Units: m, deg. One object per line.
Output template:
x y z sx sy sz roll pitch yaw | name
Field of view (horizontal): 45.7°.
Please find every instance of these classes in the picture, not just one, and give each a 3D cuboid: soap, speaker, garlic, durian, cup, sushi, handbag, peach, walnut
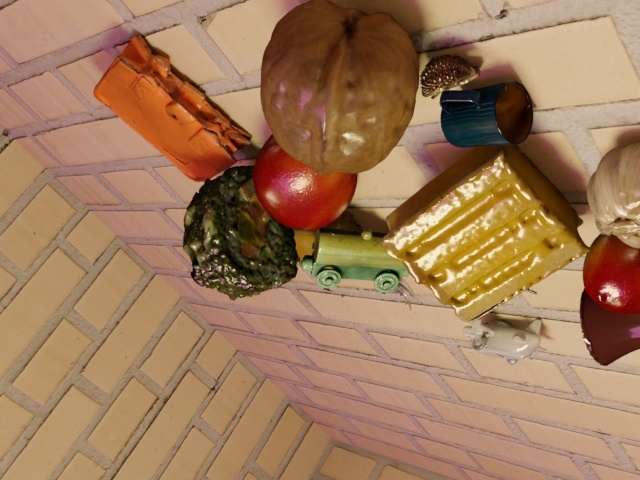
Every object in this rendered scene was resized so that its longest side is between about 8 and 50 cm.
0.000 0.000 2.261 0.315 0.091 0.199 5 145 47 | soap
0.756 0.201 1.618 0.329 0.198 0.259 -3 119 41 | speaker
0.586 -0.070 1.362 0.228 0.152 0.228 24 148 16 | garlic
0.232 -0.314 1.434 0.071 0.110 0.140 71 159 4 | durian
0.302 -0.247 1.429 0.138 0.113 0.150 2 134 51 | cup
-0.222 -0.023 2.058 0.294 0.352 0.178 7 161 -42 | sushi
0.341 -0.018 1.583 0.293 0.156 0.335 38 123 -18 | soap
-0.414 -0.345 2.096 0.410 0.116 0.303 41 154 -18 | handbag
-0.046 -0.151 1.907 0.258 0.201 0.361 33 155 4 | peach
0.032 -0.282 1.468 0.306 0.306 0.344 28 140 12 | walnut
0.611 0.064 1.511 0.197 0.197 0.197 27 154 14 | peach

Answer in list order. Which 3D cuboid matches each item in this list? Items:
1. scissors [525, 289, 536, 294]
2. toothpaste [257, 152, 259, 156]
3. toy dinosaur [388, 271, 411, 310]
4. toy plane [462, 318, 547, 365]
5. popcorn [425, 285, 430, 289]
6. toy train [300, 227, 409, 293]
0.443 0.097 1.994 0.248 0.017 0.144 9 146 39 | scissors
-0.145 -0.173 2.181 0.060 0.038 0.233 22 151 15 | toothpaste
0.215 0.128 2.288 0.209 0.039 0.082 51 155 -11 | toy dinosaur
0.517 0.274 2.119 0.245 0.117 0.244 15 166 4 | toy plane
0.337 0.021 1.813 0.225 0.174 0.286 4 134 22 | popcorn
0.102 0.037 2.063 0.307 0.126 0.189 4 120 -9 | toy train
